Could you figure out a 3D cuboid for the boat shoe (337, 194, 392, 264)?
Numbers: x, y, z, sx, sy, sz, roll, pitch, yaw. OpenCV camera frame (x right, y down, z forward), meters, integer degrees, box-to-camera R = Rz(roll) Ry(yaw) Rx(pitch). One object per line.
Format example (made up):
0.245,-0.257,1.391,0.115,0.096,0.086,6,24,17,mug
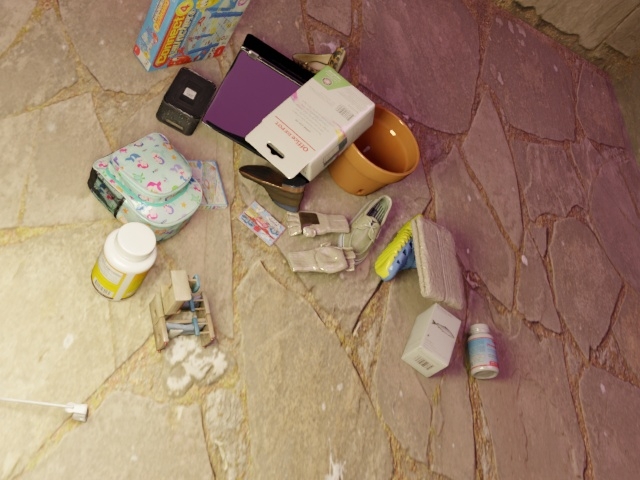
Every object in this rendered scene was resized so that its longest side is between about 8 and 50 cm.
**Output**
0.141,-0.044,1.923,0.109,0.094,0.302,36,48,-8,boat shoe

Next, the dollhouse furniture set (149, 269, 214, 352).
-0.309,0.168,1.426,0.129,0.184,0.129,0,61,-33,dollhouse furniture set

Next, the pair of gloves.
0.000,0.000,1.798,0.204,0.042,0.240,3,49,-13,pair of gloves

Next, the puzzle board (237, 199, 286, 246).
-0.171,-0.052,1.781,0.128,0.011,0.096,42,47,-4,puzzle board

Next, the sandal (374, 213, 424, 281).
0.290,0.038,1.954,0.138,0.126,0.317,48,48,-2,sandal

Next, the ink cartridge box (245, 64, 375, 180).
-0.030,-0.327,1.800,0.207,0.119,0.353,43,74,14,ink cartridge box

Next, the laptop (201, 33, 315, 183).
-0.142,-0.445,1.979,0.381,0.236,0.408,30,23,-16,laptop

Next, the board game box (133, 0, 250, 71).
-0.386,-0.674,1.849,0.301,0.308,0.086,-31,82,-42,board game box

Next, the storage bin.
-0.403,-0.420,1.821,0.122,0.084,0.180,28,48,-15,storage bin

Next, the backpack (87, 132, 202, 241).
-0.434,-0.134,1.553,0.254,0.191,0.225,51,46,-2,backpack

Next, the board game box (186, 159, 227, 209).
-0.335,-0.160,1.733,0.103,0.026,0.154,-1,62,-34,board game box

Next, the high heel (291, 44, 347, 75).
-0.010,-0.641,2.116,0.186,0.261,0.093,35,70,-2,high heel

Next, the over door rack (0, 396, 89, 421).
-0.613,0.393,1.130,0.324,0.108,0.240,19,53,-23,over door rack

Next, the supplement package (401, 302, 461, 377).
0.335,0.299,1.817,0.105,0.105,0.179,35,47,-6,supplement package

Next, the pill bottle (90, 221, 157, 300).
-0.450,0.047,1.392,0.117,0.215,0.117,17,53,-24,pill bottle

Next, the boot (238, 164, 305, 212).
-0.150,-0.154,1.824,0.219,0.106,0.082,19,40,18,boot

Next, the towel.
0.364,0.069,1.899,0.187,0.049,0.283,21,54,-37,towel

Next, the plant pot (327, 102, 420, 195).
0.157,-0.283,2.018,0.290,0.203,0.291,16,53,-23,plant pot

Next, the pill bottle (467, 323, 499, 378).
0.512,0.350,1.912,0.087,0.087,0.160,18,53,-23,pill bottle
